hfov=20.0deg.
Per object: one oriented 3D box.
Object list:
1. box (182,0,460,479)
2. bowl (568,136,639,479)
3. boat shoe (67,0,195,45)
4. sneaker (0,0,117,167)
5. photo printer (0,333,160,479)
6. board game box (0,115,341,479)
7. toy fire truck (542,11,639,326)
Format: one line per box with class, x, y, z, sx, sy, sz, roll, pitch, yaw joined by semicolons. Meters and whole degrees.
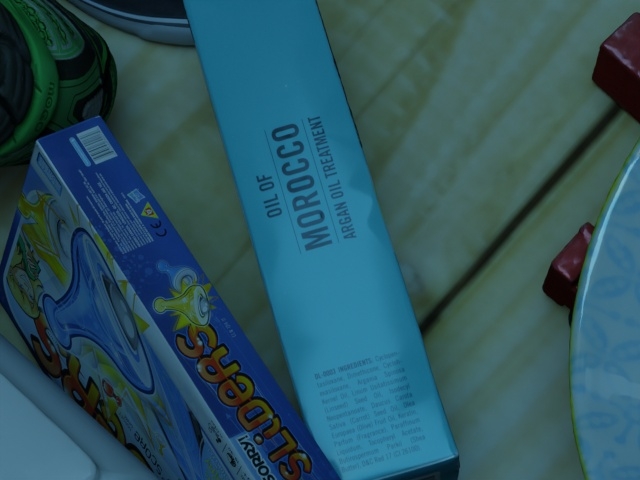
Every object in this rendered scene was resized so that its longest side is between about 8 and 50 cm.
box;0.000;0.000;0.830;0.060;0.100;0.244;-16;73;-1
bowl;0.256;0.041;0.704;0.289;0.156;0.290;-24;54;40
boat shoe;-0.119;-0.165;0.902;0.228;0.076;0.080;24;78;12
sneaker;-0.252;-0.103;0.881;0.343;0.146;0.134;24;96;26
photo printer;-0.252;0.111;0.794;0.307;0.107;0.256;38;79;29
board game box;-0.072;0.063;0.800;0.035;0.136;0.201;-25;70;-30
toy fire truck;0.177;0.001;0.838;0.192;0.047;0.135;41;78;13
